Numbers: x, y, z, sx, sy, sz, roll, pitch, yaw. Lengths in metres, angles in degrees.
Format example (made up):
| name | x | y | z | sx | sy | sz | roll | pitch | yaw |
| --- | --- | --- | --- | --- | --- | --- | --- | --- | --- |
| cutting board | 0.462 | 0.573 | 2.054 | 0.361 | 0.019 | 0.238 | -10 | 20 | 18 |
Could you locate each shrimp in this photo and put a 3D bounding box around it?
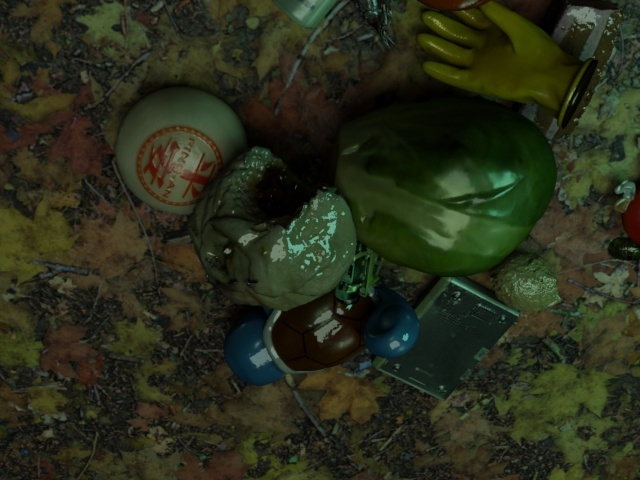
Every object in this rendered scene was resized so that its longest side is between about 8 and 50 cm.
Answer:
| name | x | y | z | sx | sy | sz | roll | pitch | yaw |
| --- | --- | --- | --- | --- | --- | --- | --- | --- | --- |
| shrimp | 0.089 | -0.389 | 1.599 | 0.057 | 0.065 | 0.165 | 6 | 134 | 32 |

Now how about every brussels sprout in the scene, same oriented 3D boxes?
| name | x | y | z | sx | sy | sz | roll | pitch | yaw |
| --- | --- | --- | --- | --- | --- | --- | --- | --- | --- |
| brussels sprout | 0.202 | -0.099 | 1.615 | 0.371 | 0.315 | 0.276 | -5 | 134 | -9 |

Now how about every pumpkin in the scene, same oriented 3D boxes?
| name | x | y | z | sx | sy | sz | roll | pitch | yaw |
| --- | --- | --- | --- | --- | --- | --- | --- | --- | --- |
| pumpkin | 0.604 | 0.020 | 1.902 | 0.083 | 0.028 | 0.050 | -4 | 124 | 5 |

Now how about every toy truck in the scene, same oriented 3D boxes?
| name | x | y | z | sx | sy | sz | roll | pitch | yaw |
| --- | --- | --- | --- | --- | --- | --- | --- | --- | --- |
| toy truck | -0.004 | 0.000 | 1.775 | 0.259 | 0.135 | 0.128 | 21 | 124 | 23 |

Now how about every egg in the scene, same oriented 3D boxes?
| name | x | y | z | sx | sy | sz | roll | pitch | yaw |
| --- | --- | --- | --- | --- | --- | --- | --- | --- | --- |
| egg | 0.394 | 0.081 | 1.877 | 0.140 | 0.118 | 0.116 | 19 | 103 | -24 |

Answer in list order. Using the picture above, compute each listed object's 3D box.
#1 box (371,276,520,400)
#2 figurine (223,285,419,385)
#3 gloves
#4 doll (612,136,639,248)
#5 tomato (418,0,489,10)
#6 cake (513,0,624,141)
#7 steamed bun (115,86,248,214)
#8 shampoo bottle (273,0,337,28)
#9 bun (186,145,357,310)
| name | x | y | z | sx | sy | sz | roll | pitch | yaw |
| --- | --- | --- | --- | --- | --- | --- | --- | --- | --- |
| box | 0.256 | 0.198 | 1.987 | 0.211 | 0.045 | 0.270 | 29 | 117 | -18 |
| figurine | 0.016 | 0.153 | 1.871 | 0.416 | 0.243 | 0.298 | -14 | 134 | 30 |
| gloves | 0.287 | -0.296 | 1.585 | 0.294 | 0.116 | 0.133 | 28 | 81 | 15 |
| doll | 0.626 | -0.074 | 1.812 | 0.183 | 0.085 | 0.217 | 11 | 112 | -11 |
| tomato | 0.228 | -0.458 | 1.458 | 0.260 | 0.180 | 0.260 | -31 | 159 | -13 |
| cake | 0.417 | -0.299 | 1.668 | 0.116 | 0.112 | 0.295 | 12 | 133 | -2 |
| steamed bun | -0.240 | -0.143 | 1.685 | 0.232 | 0.145 | 0.232 | -1 | 123 | -2 |
| shampoo bottle | 0.048 | -0.505 | 1.502 | 0.134 | 0.078 | 0.359 | 46 | 114 | 9 |
| bun | -0.094 | 0.001 | 1.602 | 0.205 | 0.281 | 0.281 | -32 | 129 | -31 |
